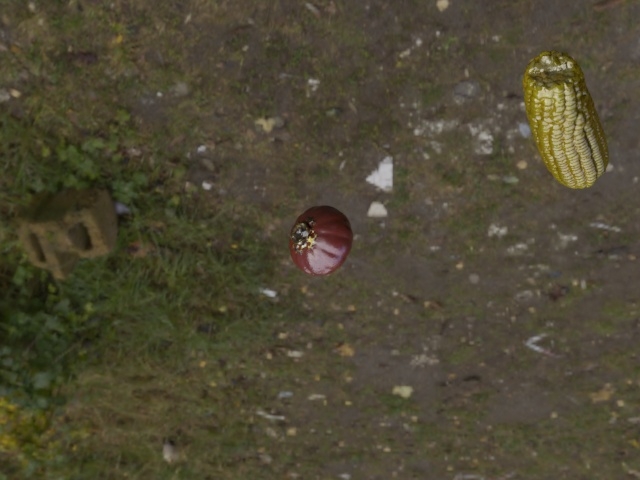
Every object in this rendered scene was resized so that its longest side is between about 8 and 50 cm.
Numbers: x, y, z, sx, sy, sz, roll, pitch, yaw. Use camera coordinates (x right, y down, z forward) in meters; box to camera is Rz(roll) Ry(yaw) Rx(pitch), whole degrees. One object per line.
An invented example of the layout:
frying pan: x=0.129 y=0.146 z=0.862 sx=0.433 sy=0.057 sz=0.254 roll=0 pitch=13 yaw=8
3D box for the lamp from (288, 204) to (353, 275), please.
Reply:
lamp: x=0.000 y=0.000 z=1.075 sx=0.090 sy=0.101 sz=0.101 roll=17 pitch=142 yaw=-39

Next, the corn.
corn: x=0.422 y=-0.197 z=1.323 sx=0.120 sy=0.120 sz=0.363 roll=-15 pitch=150 yaw=22
